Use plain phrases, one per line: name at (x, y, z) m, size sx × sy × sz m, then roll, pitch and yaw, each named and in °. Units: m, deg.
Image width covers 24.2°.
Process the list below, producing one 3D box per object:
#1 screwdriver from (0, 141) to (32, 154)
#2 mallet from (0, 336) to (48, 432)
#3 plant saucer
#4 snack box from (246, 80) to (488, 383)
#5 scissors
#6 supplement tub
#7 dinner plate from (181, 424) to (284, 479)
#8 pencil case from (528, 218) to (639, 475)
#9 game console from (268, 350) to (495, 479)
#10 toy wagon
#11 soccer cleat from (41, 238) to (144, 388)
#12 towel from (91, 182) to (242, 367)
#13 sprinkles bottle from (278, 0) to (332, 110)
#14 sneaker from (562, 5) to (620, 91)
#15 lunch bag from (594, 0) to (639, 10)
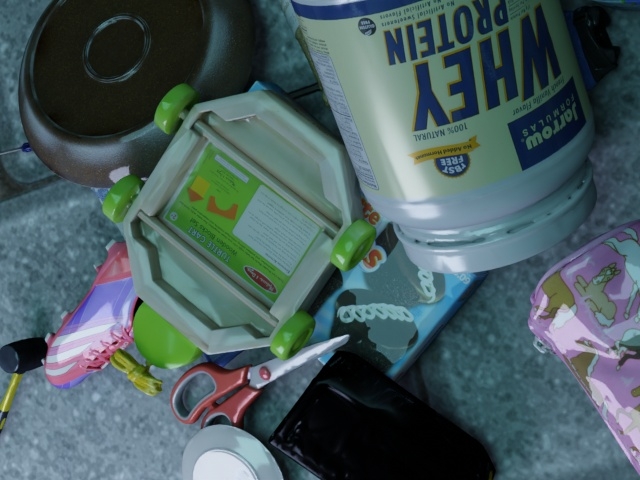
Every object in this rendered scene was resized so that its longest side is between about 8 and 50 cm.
screwdriver at (-0.380, -0.113, 1.863) m, size 0.170 × 0.025 × 0.024 m, roll -10°, pitch 86°, yaw 37°
mallet at (-0.394, 0.203, 1.839) m, size 0.039 × 0.062 × 0.190 m, roll 35°, pitch 106°, yaw 25°
plant saucer at (-0.222, -0.210, 1.698) m, size 0.310 × 0.050 × 0.310 m, roll -9°, pitch 66°, yaw 20°
snack box at (0.000, 0.000, 1.604) m, size 0.322 × 0.060 × 0.187 m, roll 42°, pitch 106°, yaw 15°
scissors at (-0.076, 0.143, 1.638) m, size 0.109 × 0.021 × 0.297 m, roll 54°, pitch 134°, yaw 12°
supplement tub at (0.122, -0.157, 1.408) m, size 0.235 × 0.235 × 0.325 m, roll -9°, pitch 117°, yaw 28°
dinner plate at (-0.102, 0.277, 1.688) m, size 0.141 × 0.017 × 0.141 m, roll 9°, pitch 110°, yaw 27°
pencil case at (0.354, 0.168, 1.386) m, size 0.386 × 0.160 × 0.167 m, roll 57°, pitch 141°, yaw 16°
game console at (0.007, 0.302, 1.600) m, size 0.213 × 0.044 × 0.361 m, roll 36°, pitch 113°, yaw -1°
toy wagon at (-0.108, 0.011, 1.581) m, size 0.267 × 0.068 × 0.344 m, roll 38°, pitch 108°, yaw 16°
soccer cleat at (-0.246, 0.100, 1.732) m, size 0.095 × 0.083 × 0.248 m, roll 44°, pitch 122°, yaw 17°
towel at (-0.123, -0.017, 1.712) m, size 0.209 × 0.034 × 0.285 m, roll -40°, pitch 74°, yaw 20°
sprinkles bottle at (-0.011, -0.316, 1.602) m, size 0.121 × 0.121 × 0.355 m, roll -31°, pitch 76°, yaw 25°
sneaker at (0.243, -0.224, 1.500) m, size 0.084 × 0.058 × 0.152 m, roll -35°, pitch 78°, yaw 30°
lunch bag at (0.328, -0.332, 1.438) m, size 0.176 × 0.090 × 0.219 m, roll 4°, pitch 92°, yaw 27°
